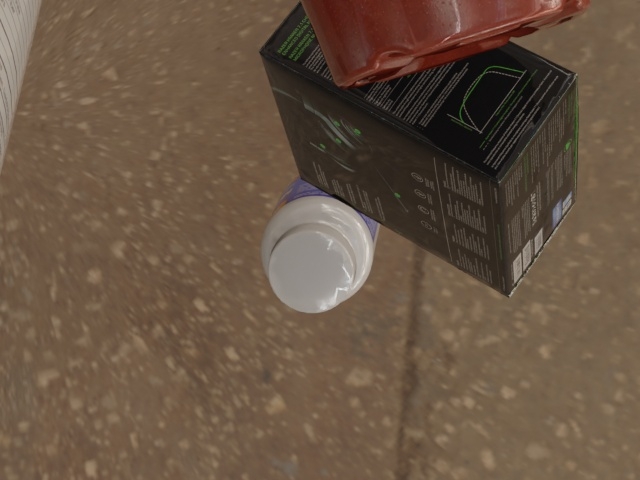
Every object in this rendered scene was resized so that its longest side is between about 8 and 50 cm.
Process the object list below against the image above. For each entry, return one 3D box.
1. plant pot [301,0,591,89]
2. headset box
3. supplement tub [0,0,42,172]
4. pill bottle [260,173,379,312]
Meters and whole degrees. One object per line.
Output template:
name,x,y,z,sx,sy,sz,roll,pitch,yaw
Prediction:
plant pot,0.068,-0.266,1.074,0.272,0.272,0.265,-17,91,-11
headset box,0.091,-0.108,1.376,0.283,0.246,0.131,30,72,22
supplement tub,-0.228,-0.087,0.530,0.241,0.241,0.331,14,54,-14
pill bottle,0.000,0.000,1.952,0.152,0.272,0.152,2,107,6
